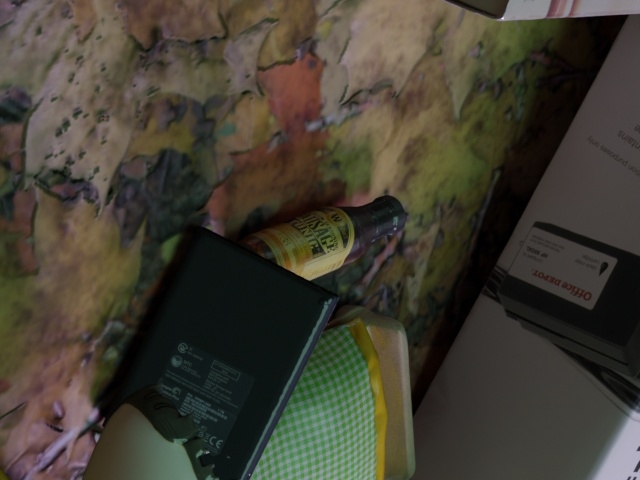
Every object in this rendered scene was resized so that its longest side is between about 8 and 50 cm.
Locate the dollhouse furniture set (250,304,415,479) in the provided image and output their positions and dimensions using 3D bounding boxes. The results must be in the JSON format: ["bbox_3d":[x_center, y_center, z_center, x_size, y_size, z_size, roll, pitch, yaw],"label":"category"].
[{"bbox_3d":[0.023,0.219,1.189,0.197,0.151,0.301,-31,128,-36],"label":"dollhouse furniture set"}]

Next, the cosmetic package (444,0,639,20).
[{"bbox_3d":[0.178,-0.228,1.125,0.296,0.129,0.153,-11,121,-43],"label":"cosmetic package"}]

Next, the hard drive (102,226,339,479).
[{"bbox_3d":[-0.060,0.072,1.082,0.135,0.094,0.022,-64,171,5],"label":"hard drive"}]

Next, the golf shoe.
[{"bbox_3d":[-0.130,0.212,1.011,0.120,0.105,0.273,-3,116,-39],"label":"golf shoe"}]

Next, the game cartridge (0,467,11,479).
[{"bbox_3d":[-0.238,0.297,1.060,0.285,0.052,0.324,-46,138,-17],"label":"game cartridge"}]

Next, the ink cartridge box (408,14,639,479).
[{"bbox_3d":[0.270,0.050,1.325,0.285,0.166,0.395,8,115,-47],"label":"ink cartridge box"}]

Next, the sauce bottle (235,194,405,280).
[{"bbox_3d":[0.000,0.000,1.143,0.128,0.042,0.042,-24,129,-39],"label":"sauce bottle"}]

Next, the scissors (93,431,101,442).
[{"bbox_3d":[-0.094,0.225,1.193,0.109,0.021,0.297,-54,141,-8],"label":"scissors"}]
